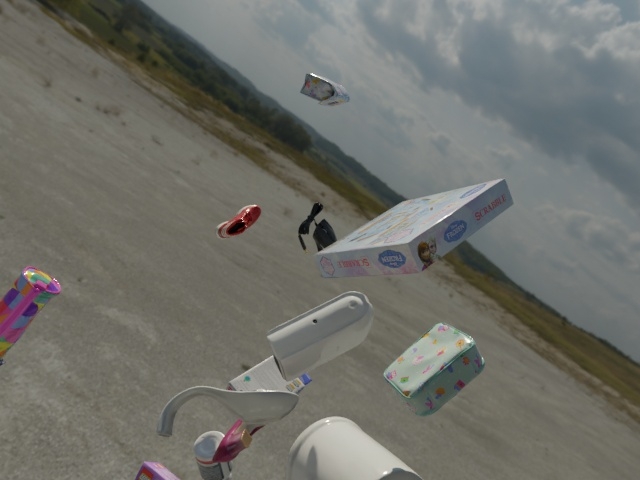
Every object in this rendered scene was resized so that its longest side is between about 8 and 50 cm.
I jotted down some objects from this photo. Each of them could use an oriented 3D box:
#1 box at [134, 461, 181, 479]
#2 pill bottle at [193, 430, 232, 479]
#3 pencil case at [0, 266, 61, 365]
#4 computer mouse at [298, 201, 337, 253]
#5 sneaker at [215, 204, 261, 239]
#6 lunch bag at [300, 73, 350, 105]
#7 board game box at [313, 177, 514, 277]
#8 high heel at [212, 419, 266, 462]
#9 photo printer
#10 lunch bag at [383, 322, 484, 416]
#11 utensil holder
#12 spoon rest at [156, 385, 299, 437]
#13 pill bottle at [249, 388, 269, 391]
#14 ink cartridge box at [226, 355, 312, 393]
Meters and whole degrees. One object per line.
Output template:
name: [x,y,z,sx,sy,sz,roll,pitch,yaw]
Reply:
box: [-0.325,0.643,1.057,0.293,0.201,0.057,17,-16,34]
pill bottle: [-0.343,0.720,1.598,0.108,0.108,0.180,-130,-150,-56]
pencil case: [-0.709,0.174,1.132,0.104,0.236,0.104,39,0,0]
computer mouse: [0.000,0.000,1.877,0.060,0.184,0.262,10,-42,29]
sneaker: [-0.292,-0.070,1.921,0.128,0.221,0.087,-1,-56,51]
lunch bag: [0.012,-0.307,1.020,0.083,0.053,0.071,27,20,22]
board game box: [0.195,-0.021,1.077,0.318,0.319,0.066,-10,-72,58]
high heel: [-0.234,0.561,1.457,0.082,0.117,0.244,55,14,-9]
photo printer: [0.011,0.267,1.390,0.107,0.308,0.256,59,-15,26]
lunch bag: [0.340,0.380,1.484,0.108,0.279,0.224,56,-11,-16]
utensil holder: [0.114,0.796,1.588,0.328,0.327,0.385,35,-14,-26]
spoon rest: [-0.179,0.321,0.964,0.137,0.276,0.084,75,5,-62]
pill bottle: [-0.158,0.455,1.380,0.067,0.067,0.120,45,-2,37]
ink cartridge box: [-0.199,0.576,1.970,0.311,0.065,0.186,-25,62,-43]
